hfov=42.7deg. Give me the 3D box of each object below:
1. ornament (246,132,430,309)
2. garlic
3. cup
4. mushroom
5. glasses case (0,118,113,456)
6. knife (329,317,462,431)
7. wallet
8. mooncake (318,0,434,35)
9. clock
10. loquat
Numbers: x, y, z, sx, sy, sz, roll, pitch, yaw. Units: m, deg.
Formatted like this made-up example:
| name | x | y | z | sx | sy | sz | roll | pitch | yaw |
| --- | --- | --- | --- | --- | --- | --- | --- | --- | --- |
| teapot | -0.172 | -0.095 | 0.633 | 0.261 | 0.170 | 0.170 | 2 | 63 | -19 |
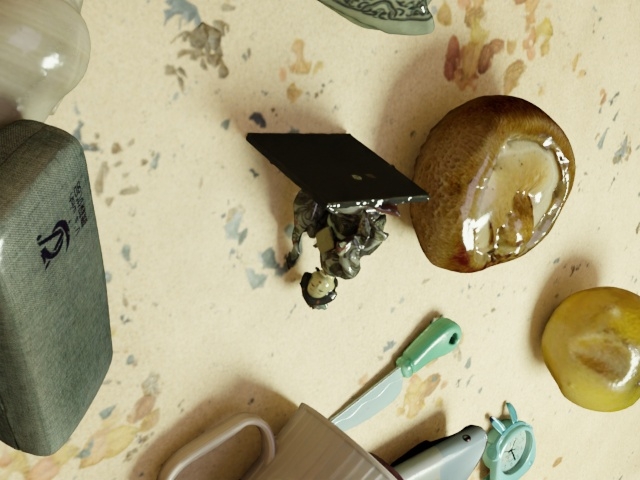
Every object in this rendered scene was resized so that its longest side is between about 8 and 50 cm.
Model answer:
| name | x | y | z | sx | sy | sz | roll | pitch | yaw |
| --- | --- | --- | --- | --- | --- | --- | --- | --- | --- |
| ornament | 0.000 | 0.000 | 0.933 | 0.153 | 0.166 | 0.196 | -8 | 127 | -38 |
| garlic | -0.262 | -0.152 | 0.629 | 0.178 | 0.143 | 0.229 | 14 | 106 | -45 |
| cup | -0.038 | 0.344 | 0.975 | 0.273 | 0.208 | 0.288 | -46 | 132 | -14 |
| mushroom | 0.218 | -0.070 | 1.068 | 0.253 | 0.153 | 0.253 | -19 | 121 | -35 |
| glasses case | -0.237 | 0.055 | 0.678 | 0.323 | 0.074 | 0.131 | 99 | 12 | -48 |
| knife | 0.102 | 0.202 | 1.169 | 0.260 | 0.034 | 0.063 | -37 | 135 | -16 |
| wallet | 0.142 | 0.371 | 1.242 | 0.231 | 0.069 | 0.170 | -18 | 136 | -32 |
| mooncake | 0.061 | -0.348 | 0.833 | 0.250 | 0.136 | 0.254 | 21 | 92 | -40 |
| clock | 0.321 | 0.351 | 1.405 | 0.108 | 0.045 | 0.147 | -28 | 123 | -31 |
| loquat | 0.471 | 0.179 | 1.360 | 0.213 | 0.213 | 0.213 | -17 | 118 | -36 |
